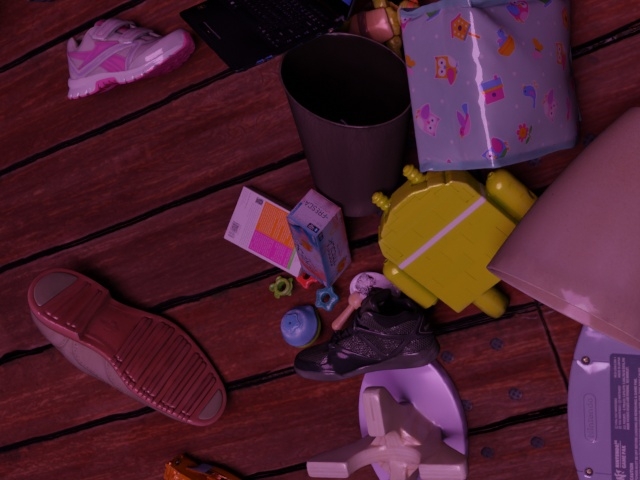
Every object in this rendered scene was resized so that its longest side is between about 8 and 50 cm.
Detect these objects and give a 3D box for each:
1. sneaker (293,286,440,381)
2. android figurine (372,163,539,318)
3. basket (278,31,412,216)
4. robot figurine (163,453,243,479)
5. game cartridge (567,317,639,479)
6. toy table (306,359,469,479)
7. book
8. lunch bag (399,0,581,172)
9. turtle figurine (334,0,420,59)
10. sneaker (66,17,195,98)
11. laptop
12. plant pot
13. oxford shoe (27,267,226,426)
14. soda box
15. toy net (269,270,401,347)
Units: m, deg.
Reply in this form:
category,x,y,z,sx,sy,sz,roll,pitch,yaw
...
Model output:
category,x,y,z,sx,sy,sz,roll,pitch,yaw
sneaker,0.055,0.138,1.526,0.228,0.087,0.130,-13,114,22
android figurine,0.196,-0.002,1.450,0.273,0.056,0.248,36,119,-19
basket,0.044,-0.151,1.434,0.204,0.154,0.227,37,156,27
robot figurine,-0.157,0.503,1.784,0.291,0.085,0.211,26,113,17
game cartridge,0.459,0.250,1.460,0.198,0.062,0.297,3,105,28
toy table,0.121,0.318,1.569,0.252,0.161,0.274,-17,97,27
book,-0.078,-0.015,1.633,0.144,0.035,0.096,28,107,17
lunch bag,0.243,-0.214,1.329,0.160,0.262,0.223,0,102,48
turtle figurine,0.063,-0.316,1.466,0.217,0.087,0.269,-12,107,34
sneaker,-0.319,-0.307,1.630,0.252,0.103,0.111,-11,101,25
laptop,-0.060,-0.380,1.412,0.234,0.264,0.136,50,162,49
plant pot,0.394,-0.024,1.319,0.256,0.256,0.274,28,89,15
oxford shoe,-0.338,0.200,1.783,0.397,0.140,0.146,37,146,6
soda box,0.000,0.000,1.528,0.058,0.183,0.063,34,71,22
toy net,0.030,0.090,1.619,0.232,0.045,0.122,-17,67,24
